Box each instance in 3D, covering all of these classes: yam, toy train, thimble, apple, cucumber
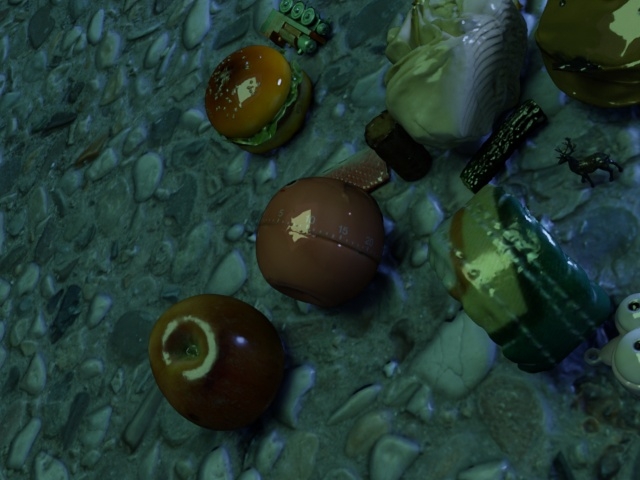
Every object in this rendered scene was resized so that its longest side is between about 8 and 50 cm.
[{"bbox_3d":[0.142,-0.172,1.742,0.079,0.141,0.079,-21,52,29],"label":"yam"},{"bbox_3d":[-0.052,-0.480,2.155,0.176,0.074,0.118,42,104,42],"label":"toy train"},{"bbox_3d":[0.285,0.053,1.405,0.167,0.254,0.288,-42,18,9],"label":"thimble"},{"bbox_3d":[-0.195,0.218,1.731,0.254,0.253,0.253,-21,53,30],"label":"apple"},{"bbox_3d":[0.314,-0.163,1.648,0.187,0.058,0.058,-50,44,5],"label":"cucumber"}]

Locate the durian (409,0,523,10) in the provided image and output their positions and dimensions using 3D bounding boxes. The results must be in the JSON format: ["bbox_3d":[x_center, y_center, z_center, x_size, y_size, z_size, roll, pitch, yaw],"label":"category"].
[{"bbox_3d":[0.280,-0.440,1.801,0.249,0.183,0.138,-50,9,9],"label":"durian"}]

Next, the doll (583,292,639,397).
[{"bbox_3d":[0.526,0.107,1.275,0.365,0.094,0.160,-25,48,27],"label":"doll"}]

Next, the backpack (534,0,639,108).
[{"bbox_3d":[0.516,-0.391,1.513,0.354,0.201,0.378,20,76,50],"label":"backpack"}]

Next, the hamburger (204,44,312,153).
[{"bbox_3d":[-0.145,-0.316,2.057,0.246,0.170,0.246,-24,50,31],"label":"hamburger"}]

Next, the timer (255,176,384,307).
[{"bbox_3d":[0.000,0.000,1.695,0.230,0.230,0.214,7,71,43],"label":"timer"}]

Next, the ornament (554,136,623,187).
[{"bbox_3d":[0.416,-0.126,1.489,0.073,0.125,0.028,-19,51,35],"label":"ornament"}]

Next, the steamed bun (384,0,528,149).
[{"bbox_3d":[0.216,-0.293,1.650,0.203,0.276,0.289,11,82,34],"label":"steamed bun"}]

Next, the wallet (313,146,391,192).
[{"bbox_3d":[0.051,-0.116,1.873,0.197,0.020,0.103,-29,48,24],"label":"wallet"}]
